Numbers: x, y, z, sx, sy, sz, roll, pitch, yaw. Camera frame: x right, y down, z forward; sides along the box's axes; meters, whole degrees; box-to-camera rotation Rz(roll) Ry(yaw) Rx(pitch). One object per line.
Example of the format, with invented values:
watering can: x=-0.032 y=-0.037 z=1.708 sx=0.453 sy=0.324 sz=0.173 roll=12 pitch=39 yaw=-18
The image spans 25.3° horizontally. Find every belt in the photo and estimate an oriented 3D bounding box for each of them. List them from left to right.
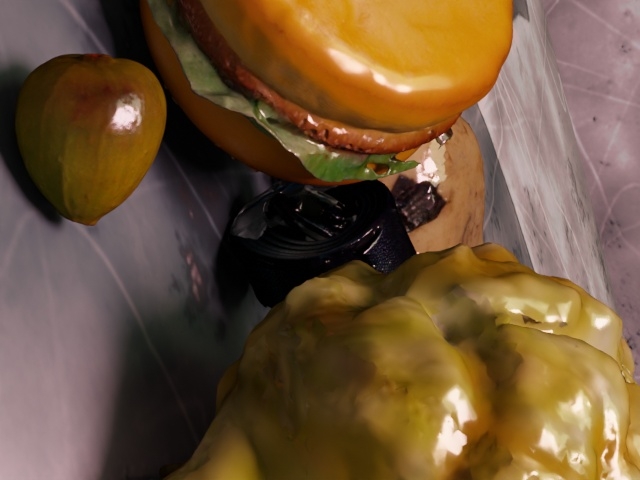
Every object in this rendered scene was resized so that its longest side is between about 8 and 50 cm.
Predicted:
belt: x=0.000 y=0.000 z=0.912 sx=0.140 sy=0.105 sz=0.058 roll=23 pitch=-39 yaw=56

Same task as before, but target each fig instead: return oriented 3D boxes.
fig: x=-0.115 y=-0.049 z=0.709 sx=0.074 sy=0.074 sz=0.088 roll=-32 pitch=133 yaw=-70

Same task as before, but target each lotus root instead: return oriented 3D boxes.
lotus root: x=0.051 y=-0.019 z=1.039 sx=0.154 sy=0.140 sz=0.257 roll=-125 pitch=-154 yaw=-82

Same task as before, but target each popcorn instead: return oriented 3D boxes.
popcorn: x=0.062 y=0.142 z=0.751 sx=0.279 sy=0.274 sz=0.335 roll=-58 pitch=178 yaw=-7

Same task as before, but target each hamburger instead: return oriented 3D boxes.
hamburger: x=-0.010 y=-0.142 z=0.891 sx=0.246 sy=0.170 sz=0.246 roll=15 pitch=58 yaw=-26
